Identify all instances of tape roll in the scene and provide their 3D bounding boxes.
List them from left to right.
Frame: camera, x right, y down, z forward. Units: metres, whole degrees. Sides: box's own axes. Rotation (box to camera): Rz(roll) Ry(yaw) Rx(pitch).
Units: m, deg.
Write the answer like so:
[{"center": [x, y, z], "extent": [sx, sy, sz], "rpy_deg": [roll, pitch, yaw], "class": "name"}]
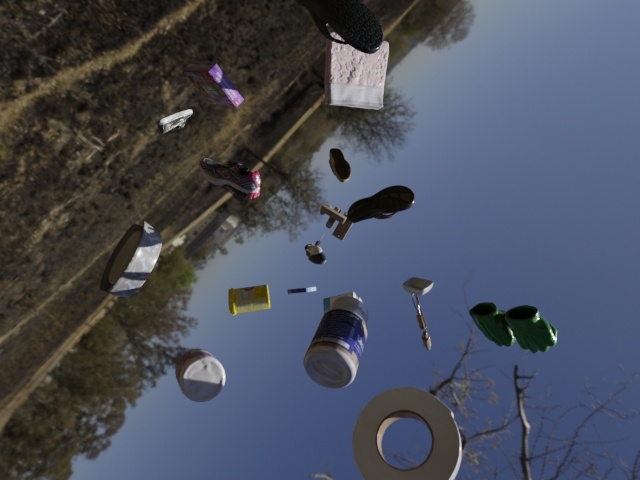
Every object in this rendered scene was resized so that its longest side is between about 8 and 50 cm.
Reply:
[{"center": [0.309, 0.727, 1.628], "extent": [0.393, 0.072, 0.391], "rpy_deg": [-13, -132, 14], "class": "tape roll"}]

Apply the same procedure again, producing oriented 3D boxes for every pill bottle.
[{"center": [-0.485, 0.522, 1.787], "extent": [0.169, 0.169, 0.302], "rpy_deg": [-51, -167, -19], "class": "pill bottle"}, {"center": [0.057, 0.295, 1.351], "extent": [0.153, 0.153, 0.264], "rpy_deg": [-39, -168, 34], "class": "pill bottle"}]

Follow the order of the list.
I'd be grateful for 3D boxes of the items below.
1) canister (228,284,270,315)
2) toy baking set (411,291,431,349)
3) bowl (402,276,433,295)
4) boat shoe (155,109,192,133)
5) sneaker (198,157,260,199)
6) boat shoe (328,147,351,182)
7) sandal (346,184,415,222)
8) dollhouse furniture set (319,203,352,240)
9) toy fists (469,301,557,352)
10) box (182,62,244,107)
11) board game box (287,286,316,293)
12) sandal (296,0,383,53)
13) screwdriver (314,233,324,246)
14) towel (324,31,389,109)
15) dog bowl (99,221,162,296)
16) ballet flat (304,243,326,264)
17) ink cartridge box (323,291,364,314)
[{"center": [-0.306, 0.252, 1.943], "extent": [0.170, 0.073, 0.126], "rpy_deg": [-7, -144, -6], "class": "canister"}, {"center": [0.385, 0.308, 1.743], "extent": [0.030, 0.256, 0.196], "rpy_deg": [-16, -123, 8], "class": "toy baking set"}, {"center": [0.536, 0.257, 2.486], "extent": [0.142, 0.053, 0.142], "rpy_deg": [11, -158, 38], "class": "bowl"}, {"center": [-0.679, -0.558, 2.114], "extent": [0.078, 0.070, 0.219], "rpy_deg": [-3, -153, 36], "class": "boat shoe"}, {"center": [-0.367, -0.279, 1.856], "extent": [0.121, 0.300, 0.111], "rpy_deg": [-41, 149, -52], "class": "sneaker"}, {"center": [0.055, -0.209, 1.300], "extent": [0.045, 0.050, 0.135], "rpy_deg": [102, -18, -47], "class": "boat shoe"}, {"center": [0.166, -0.086, 1.221], "extent": [0.220, 0.060, 0.089], "rpy_deg": [-20, -136, 40], "class": "sandal"}, {"center": [0.054, -0.074, 1.993], "extent": [0.123, 0.144, 0.151], "rpy_deg": [-60, 174, 15], "class": "dollhouse furniture set"}, {"center": [0.605, 0.271, 1.418], "extent": [0.096, 0.142, 0.279], "rpy_deg": [-38, -167, -24], "class": "toy fists"}, {"center": [-0.499, -0.722, 2.091], "extent": [0.057, 0.201, 0.293], "rpy_deg": [-51, -139, -12], "class": "box"}, {"center": [-0.078, 0.210, 1.904], "extent": [0.090, 0.019, 0.090], "rpy_deg": [-8, 174, 26], "class": "board game box"}, {"center": [0.034, -0.772, 1.525], "extent": [0.168, 0.446, 0.107], "rpy_deg": [-43, 170, -24], "class": "sandal"}, {"center": [0.000, 0.000, 2.201], "extent": [0.024, 0.025, 0.170], "rpy_deg": [-17, -168, 19], "class": "screwdriver"}, {"center": [0.169, -0.780, 2.094], "extent": [0.332, 0.316, 0.053], "rpy_deg": [-6, -164, -32], "class": "towel"}, {"center": [-0.800, 0.084, 1.919], "extent": [0.349, 0.102, 0.348], "rpy_deg": [-33, -139, 34], "class": "dog bowl"}, {"center": [-0.029, 0.052, 1.958], "extent": [0.074, 0.074, 0.203], "rpy_deg": [-47, -163, -3], "class": "ballet flat"}, {"center": [0.094, 0.265, 1.722], "extent": [0.143, 0.092, 0.089], "rpy_deg": [-16, -131, 17], "class": "ink cartridge box"}]
